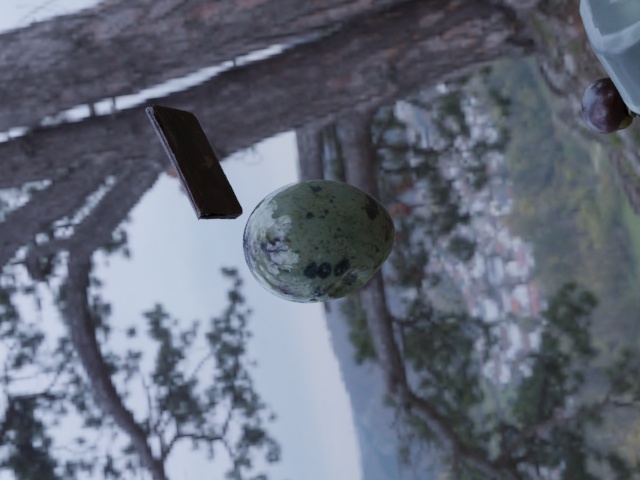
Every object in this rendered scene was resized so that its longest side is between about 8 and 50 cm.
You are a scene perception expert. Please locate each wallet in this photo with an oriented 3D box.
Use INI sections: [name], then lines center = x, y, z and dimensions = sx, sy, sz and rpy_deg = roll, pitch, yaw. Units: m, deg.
[wallet]
center = -0.169, -0.102, 1.515
dimensions = 0.095, 0.026, 0.176
rpy_deg = 0, -124, -55

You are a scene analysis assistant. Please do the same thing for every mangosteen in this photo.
[mangosteen]
center = 0.409, -0.192, 1.596
dimensions = 0.081, 0.081, 0.081
rpy_deg = 173, 90, -90

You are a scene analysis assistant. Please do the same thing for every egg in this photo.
[egg]
center = 0.000, 0.000, 1.286
dimensions = 0.141, 0.182, 0.141
rpy_deg = 40, 136, 55

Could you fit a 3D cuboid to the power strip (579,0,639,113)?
[power strip]
center = 0.214, -0.132, 0.511
dimensions = 0.059, 0.194, 0.265
rpy_deg = 45, -153, -31
